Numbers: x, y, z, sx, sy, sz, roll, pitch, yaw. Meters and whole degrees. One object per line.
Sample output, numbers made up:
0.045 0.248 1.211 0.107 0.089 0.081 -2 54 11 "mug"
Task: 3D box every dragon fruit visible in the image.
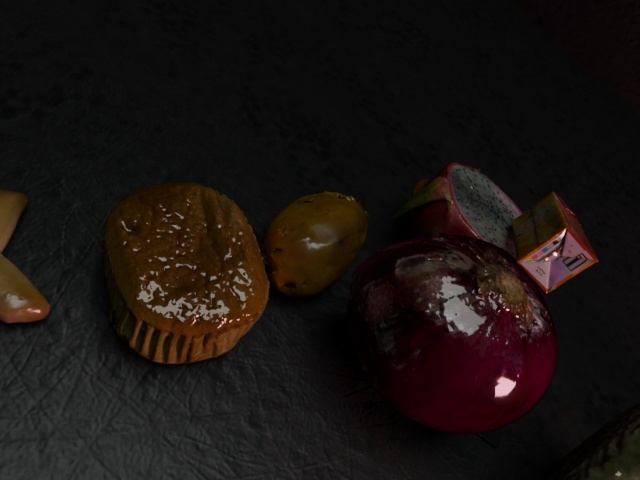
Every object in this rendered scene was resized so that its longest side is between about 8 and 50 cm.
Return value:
0.285 -0.006 1.093 0.291 0.189 0.290 24 44 -25 "dragon fruit"

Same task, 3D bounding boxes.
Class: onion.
0.199 0.165 0.850 0.337 0.282 0.260 21 49 -31 "onion"

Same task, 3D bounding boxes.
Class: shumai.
0.502 0.424 0.801 0.288 0.330 0.292 50 22 24 "shumai"

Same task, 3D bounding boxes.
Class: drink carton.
0.380 -0.004 0.909 0.071 0.096 0.223 48 24 -3 "drink carton"

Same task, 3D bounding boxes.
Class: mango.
0.000 0.000 0.950 0.249 0.151 0.155 -37 112 -49 "mango"

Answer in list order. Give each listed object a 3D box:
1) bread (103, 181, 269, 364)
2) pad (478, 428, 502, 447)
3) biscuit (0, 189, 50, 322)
-0.192 0.041 0.795 0.228 0.142 0.253 -2 61 -23 "bread"
0.289 0.237 1.026 0.170 0.006 0.245 37 46 -2 "pad"
-0.457 0.022 0.714 0.164 0.047 0.207 -8 62 -36 "biscuit"
